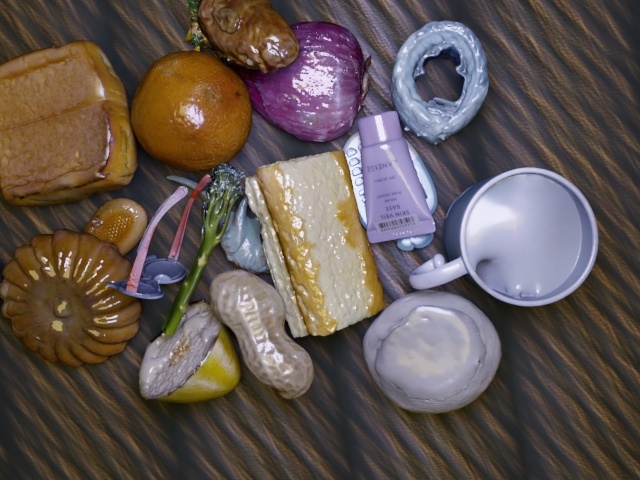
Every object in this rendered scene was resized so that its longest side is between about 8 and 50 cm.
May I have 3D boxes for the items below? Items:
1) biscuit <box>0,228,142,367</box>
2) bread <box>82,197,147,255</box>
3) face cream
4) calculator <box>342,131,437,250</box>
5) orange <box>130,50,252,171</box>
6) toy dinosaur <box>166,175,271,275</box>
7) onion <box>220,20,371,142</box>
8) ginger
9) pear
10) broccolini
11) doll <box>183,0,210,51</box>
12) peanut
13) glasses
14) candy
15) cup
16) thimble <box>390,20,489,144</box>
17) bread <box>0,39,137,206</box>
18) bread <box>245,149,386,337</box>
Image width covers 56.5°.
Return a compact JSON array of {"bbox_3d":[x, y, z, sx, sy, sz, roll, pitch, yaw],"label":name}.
[{"bbox_3d":[-0.560,0.137,1.326,0.326,0.107,0.325,1,104,3],"label":"biscuit"},{"bbox_3d":[-0.471,-0.022,1.360,0.189,0.077,0.114,-43,109,15],"label":"bread"},{"bbox_3d":[0.149,-0.137,1.296,0.154,0.096,0.273,-12,95,20],"label":"face cream"},{"bbox_3d":[0.159,-0.116,1.359,0.188,0.042,0.302,-25,91,1],"label":"calculator"},{"bbox_3d":[-0.275,-0.271,1.260,0.264,0.264,0.264,0,92,1],"label":"orange"},{"bbox_3d":[-0.179,-0.042,1.349,0.393,0.092,0.205,28,98,-8],"label":"toy dinosaur"},{"bbox_3d":[-0.064,-0.362,1.300,0.349,0.159,0.267,7,89,0],"label":"onion"},{"bbox_3d":[-0.164,-0.434,1.208,0.173,0.321,0.165,3,126,-29],"label":"ginger"},{"bbox_3d":[-0.266,0.280,1.315,0.267,0.267,0.178,-39,119,2],"label":"pear"},{"bbox_3d":[-0.265,0.017,1.265,0.079,0.074,0.392,23,104,-20],"label":"broccolini"},{"bbox_3d":[-0.265,-0.489,1.358,0.078,0.077,0.113,21,123,27],"label":"doll"},{"bbox_3d":[-0.116,0.187,1.223,0.136,0.120,0.298,-32,84,14],"label":"peanut"},{"bbox_3d":[-0.333,-0.019,1.258,0.118,0.234,0.268,20,106,4],"label":"glasses"},{"bbox_3d":[0.242,0.239,1.299,0.296,0.185,0.295,2,100,11],"label":"candy"},{"bbox_3d":[0.347,0.012,1.244,0.357,0.274,0.259,-25,91,3],"label":"cup"},{"bbox_3d":[0.255,-0.334,1.290,0.205,0.172,0.250,4,89,6],"label":"thimble"},{"bbox_3d":[-0.556,-0.251,1.303,0.337,0.148,0.327,-12,88,19],"label":"bread"},{"bbox_3d":[0.000,0.000,1.285,0.237,0.165,0.375,-21,96,-38],"label":"bread"}]
